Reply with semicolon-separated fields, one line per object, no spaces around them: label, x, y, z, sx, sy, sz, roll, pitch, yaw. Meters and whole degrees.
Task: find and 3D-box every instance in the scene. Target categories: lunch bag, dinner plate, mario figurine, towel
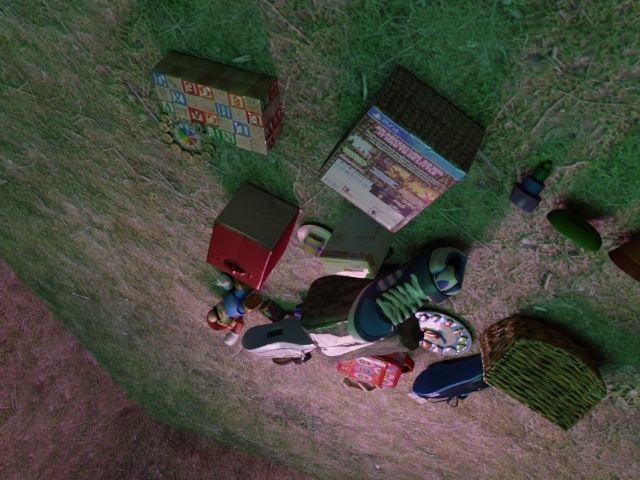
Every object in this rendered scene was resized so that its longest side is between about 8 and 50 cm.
lunch bag;0.186;0.396;2.116;0.258;0.120;0.293;15;153;9
dinner plate;0.000;0.000;1.847;0.141;0.017;0.141;20;144;15
mario figurine;-0.335;0.250;2.276;0.170;0.198;0.320;25;144;-16
towel;-0.021;0.019;1.865;0.060;0.009;0.083;28;146;5
lunch bag;0.123;0.238;1.848;0.305;0.213;0.256;-13;128;26

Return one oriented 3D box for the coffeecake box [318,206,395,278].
coffeecake box;0.102;0.003;1.622;0.142;0.186;0.068;5;139;33

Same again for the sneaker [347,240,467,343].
sneaker;0.230;0.125;1.569;0.130;0.322;0.236;55;150;-4

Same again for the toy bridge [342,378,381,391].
toy bridge;0.168;0.561;2.440;0.188;0.026;0.063;-12;129;46

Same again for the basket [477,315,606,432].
basket;0.614;0.331;1.748;0.299;0.223;0.214;32;113;-3

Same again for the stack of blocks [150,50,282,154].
stack of blocks;-0.248;-0.335;1.535;0.297;0.087;0.171;19;145;16

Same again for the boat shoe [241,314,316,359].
boat shoe;-0.091;0.366;2.259;0.366;0.136;0.156;-15;141;22

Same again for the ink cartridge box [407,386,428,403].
ink cartridge box;0.364;0.566;2.297;0.083;0.028;0.048;33;147;-5

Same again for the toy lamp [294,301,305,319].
toy lamp;0.032;0.239;2.079;0.274;0.080;0.080;-1;136;39

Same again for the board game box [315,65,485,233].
board game box;0.165;-0.185;1.370;0.232;0.141;0.291;35;146;-7

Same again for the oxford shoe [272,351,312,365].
oxford shoe;-0.124;0.430;2.461;0.227;0.082;0.096;-22;102;49

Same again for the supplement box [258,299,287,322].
supplement box;-0.173;0.259;2.289;0.083;0.043;0.055;42;143;-18

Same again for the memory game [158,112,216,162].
memory game;-0.373;-0.287;1.760;0.186;0.012;0.186;20;145;15

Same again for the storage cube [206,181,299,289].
storage cube;-0.195;-0.017;1.806;0.183;0.215;0.193;28;140;4

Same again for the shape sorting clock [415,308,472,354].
shape sorting clock;0.359;0.285;1.926;0.206;0.040;0.206;20;145;15

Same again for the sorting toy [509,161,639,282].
sorting toy;0.578;-0.048;1.305;0.365;0.127;0.126;32;117;2

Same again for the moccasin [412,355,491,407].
moccasin;0.438;0.467;2.020;0.116;0.138;0.342;38;147;-19

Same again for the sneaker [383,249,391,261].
sneaker;0.121;0.063;1.788;0.066;0.071;0.188;46;144;-22
